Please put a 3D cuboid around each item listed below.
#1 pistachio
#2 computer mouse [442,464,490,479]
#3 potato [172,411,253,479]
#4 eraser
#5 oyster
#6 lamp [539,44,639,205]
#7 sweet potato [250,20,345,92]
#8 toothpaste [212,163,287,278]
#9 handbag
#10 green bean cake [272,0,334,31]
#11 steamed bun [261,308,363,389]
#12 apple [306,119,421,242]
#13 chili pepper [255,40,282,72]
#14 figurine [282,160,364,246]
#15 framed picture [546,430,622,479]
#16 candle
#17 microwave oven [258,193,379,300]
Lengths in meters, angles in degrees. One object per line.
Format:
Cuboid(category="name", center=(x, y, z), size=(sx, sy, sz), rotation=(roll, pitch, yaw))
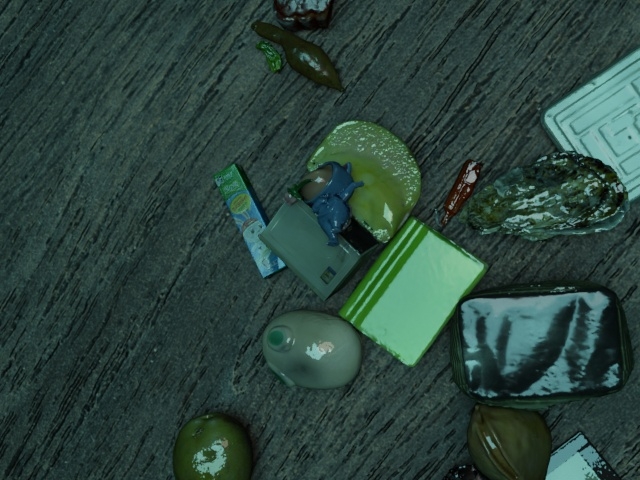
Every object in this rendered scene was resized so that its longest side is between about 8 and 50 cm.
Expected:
Cuboid(category="pistachio", center=(0.375, 0.411, 1.567), size=(0.163, 0.260, 0.213), rotation=(-43, 72, 18))
Cuboid(category="computer mouse", center=(0.357, 0.568, 1.642), size=(0.241, 0.077, 0.146), rotation=(39, 95, 10))
Cuboid(category="potato", center=(-0.235, 0.512, 1.745), size=(0.174, 0.159, 0.252), rotation=(-1, 98, 36))
Cuboid(category="eraser", center=(0.200, 0.107, 1.693), size=(0.210, 0.092, 0.274), rotation=(35, 97, 11))
Cuboid(category="oyster", center=(0.444, -0.079, 1.612), size=(0.350, 0.158, 0.162), rotation=(-11, 47, 26))
Cuboid(category="lamp", center=(0.633, -0.226, 1.628), size=(0.266, 0.047, 0.269), rotation=(-35, 83, 13))
Cuboid(category="sweet potato", center=(-0.050, -0.422, 1.763), size=(0.269, 0.075, 0.075), rotation=(38, 96, 10))
Cuboid(category="toothpaste", center=(-0.156, -0.043, 1.790), size=(0.065, 0.050, 0.267), rotation=(-28, 83, 13))
Cuboid(category="handbag", center=(0.430, 0.199, 1.566), size=(0.340, 0.240, 0.248), rotation=(-7, 90, 12))
Cuboid(category="green bean cake", center=(-0.017, -0.590, 1.748), size=(0.198, 0.097, 0.233), rotation=(0, 88, 12))
Cuboid(category="steamed bun", center=(-0.027, 0.243, 1.695), size=(0.228, 0.131, 0.177), rotation=(14, 118, 20))
Cuboid(category="apple", center=(0.115, -0.137, 1.699), size=(0.193, 0.120, 0.265), rotation=(-46, 73, 2))
Cuboid(category="chili pepper", center=(-0.115, -0.423, 1.801), size=(0.034, 0.030, 0.091), rotation=(-39, 78, 34))
Cuboid(category="figurine", center=(0.006, -0.084, 1.583), size=(0.144, 0.114, 0.178), rotation=(9, 56, -25))
Cuboid(category="framed picture", center=(0.498, 0.607, 1.657), size=(0.347, 0.016, 0.265), rotation=(-41, 81, 9))
Cuboid(category="candle", center=(0.296, -0.102, 1.697), size=(0.053, 0.048, 0.162), rotation=(33, 98, 40))
Cuboid(category="microwave oven", center=(0.000, 0.000, 1.707), size=(0.205, 0.129, 0.163), rotation=(44, 115, 9))
